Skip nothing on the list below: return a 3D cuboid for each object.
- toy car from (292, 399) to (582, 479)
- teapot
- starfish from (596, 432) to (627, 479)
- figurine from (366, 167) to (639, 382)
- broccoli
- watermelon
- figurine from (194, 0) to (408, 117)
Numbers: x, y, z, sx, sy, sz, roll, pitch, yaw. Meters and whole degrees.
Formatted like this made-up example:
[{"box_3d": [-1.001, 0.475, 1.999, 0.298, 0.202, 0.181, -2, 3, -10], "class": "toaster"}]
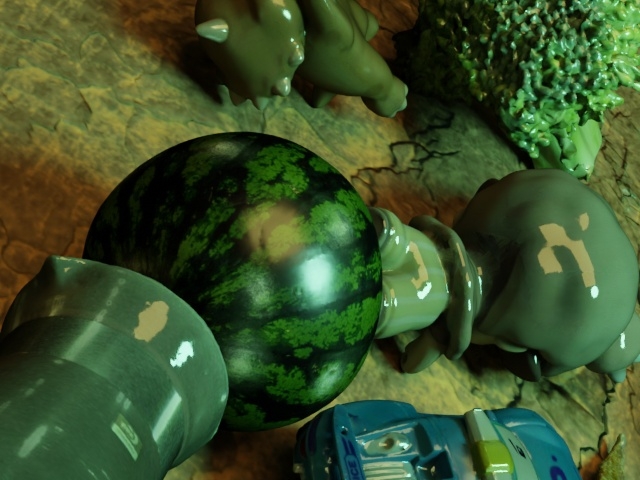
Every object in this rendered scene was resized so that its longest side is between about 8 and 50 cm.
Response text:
[{"box_3d": [0.126, 0.226, 1.276, 0.314, 0.166, 0.198, 4, 54, -26], "class": "toy car"}, {"box_3d": [-0.203, 0.203, 1.023, 0.300, 0.253, 0.344, 66, 29, -22], "class": "teapot"}, {"box_3d": [0.297, 0.323, 1.413, 0.302, 0.060, 0.299, 3, 55, -35], "class": "starfish"}, {"box_3d": [0.178, 0.032, 1.476, 0.381, 0.203, 0.248, 0, 57, -36], "class": "figurine"}, {"box_3d": [0.259, -0.237, 1.734, 0.277, 0.317, 0.338, -40, 61, -10], "class": "broccoli"}, {"box_3d": [-0.071, 0.034, 1.246, 0.269, 0.269, 0.269, 21, 44, -21], "class": "watermelon"}, {"box_3d": [-0.042, -0.221, 1.581, 0.247, 0.173, 0.177, 33, 32, -61], "class": "figurine"}]
